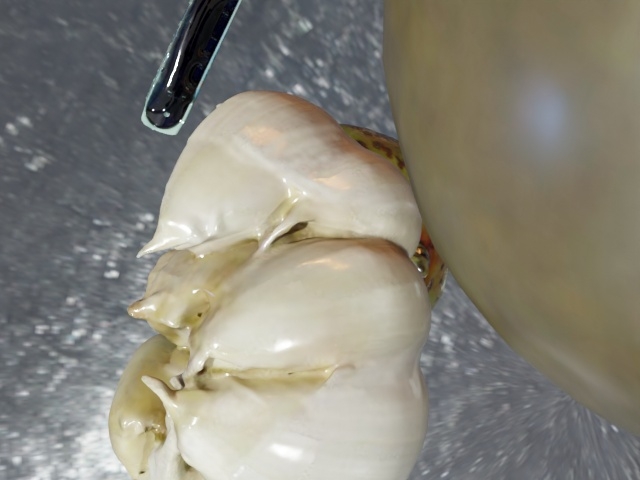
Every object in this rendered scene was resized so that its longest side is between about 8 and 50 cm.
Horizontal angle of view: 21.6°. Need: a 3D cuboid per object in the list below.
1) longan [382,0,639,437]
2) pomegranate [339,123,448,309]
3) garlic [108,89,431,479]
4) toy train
[{"bbox_3d":[0.160,-0.059,0.483,0.297,0.297,0.297,-1,85,9],"label":"longan"},{"bbox_3d":[0.002,0.012,1.375,0.198,0.246,0.198,12,62,-23],"label":"pomegranate"},{"bbox_3d":[-0.024,0.067,0.977,0.184,0.203,0.281,27,104,29],"label":"garlic"},{"bbox_3d":[-0.108,-0.195,1.543,0.043,0.047,0.208,24,103,-12],"label":"toy train"}]
